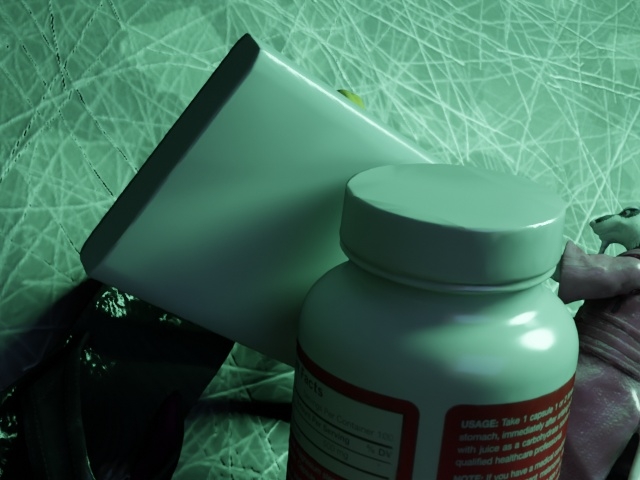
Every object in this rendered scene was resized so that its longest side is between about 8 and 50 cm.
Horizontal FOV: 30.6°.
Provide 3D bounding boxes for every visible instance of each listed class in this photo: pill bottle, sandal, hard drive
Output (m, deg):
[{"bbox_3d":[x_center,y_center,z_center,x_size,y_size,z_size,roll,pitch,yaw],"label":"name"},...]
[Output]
[{"bbox_3d":[0.089,0.153,0.974,0.229,0.229,0.408,-9,114,-34],"label":"pill bottle"},{"bbox_3d":[-0.171,0.139,0.925,0.167,0.107,0.446,36,40,-13],"label":"sandal"},{"bbox_3d":[0.000,0.000,1.025,0.353,0.233,0.047,29,17,-38],"label":"hard drive"}]

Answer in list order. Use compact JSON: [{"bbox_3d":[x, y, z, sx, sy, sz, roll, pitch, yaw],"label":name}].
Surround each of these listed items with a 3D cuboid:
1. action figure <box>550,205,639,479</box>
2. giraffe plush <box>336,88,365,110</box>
[{"bbox_3d":[0.294,0.116,1.194,0.248,0.275,0.370,28,87,-41],"label":"action figure"},{"bbox_3d":[0.014,-0.030,1.156,0.181,0.210,0.170,-48,129,-21],"label":"giraffe plush"}]
